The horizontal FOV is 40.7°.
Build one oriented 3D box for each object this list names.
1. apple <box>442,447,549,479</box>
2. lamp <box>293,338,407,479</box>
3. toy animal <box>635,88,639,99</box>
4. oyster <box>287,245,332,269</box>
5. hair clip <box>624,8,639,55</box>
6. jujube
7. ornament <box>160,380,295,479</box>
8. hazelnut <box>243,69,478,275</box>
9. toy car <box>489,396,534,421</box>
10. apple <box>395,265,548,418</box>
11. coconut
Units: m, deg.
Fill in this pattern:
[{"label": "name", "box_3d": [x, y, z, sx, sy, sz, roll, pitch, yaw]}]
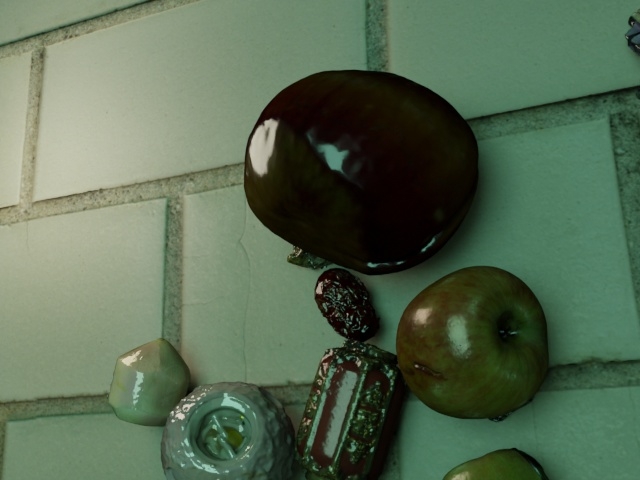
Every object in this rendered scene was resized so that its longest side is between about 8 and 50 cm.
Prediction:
[{"label": "apple", "box_3d": [0.297, 0.452, 1.419, 0.207, 0.174, 0.188, -39, 57, 30]}, {"label": "lamp", "box_3d": [0.054, 0.322, 1.582, 0.177, 0.177, 0.274, 14, 84, 30]}, {"label": "toy animal", "box_3d": [0.665, -0.213, 1.476, 0.170, 0.090, 0.255, -48, 62, 2]}, {"label": "oyster", "box_3d": [-0.005, 0.008, 1.771, 0.148, 0.051, 0.103, -42, 60, 11]}, {"label": "hair clip", "box_3d": [0.603, -0.347, 1.501, 0.106, 0.084, 0.292, -31, 26, 13]}, {"label": "jujube", "box_3d": [0.046, 0.131, 1.677, 0.104, 0.104, 0.166, -37, 53, 13]}, {"label": "ornament", "box_3d": [-0.170, 0.395, 1.634, 0.259, 0.225, 0.259, 0, 60, 1]}, {"label": "hazelnut", "box_3d": [0.064, -0.144, 1.595, 0.429, 0.402, 0.402, 22, 85, 39]}, {"label": "toy car", "box_3d": [0.332, 0.287, 1.525, 0.093, 0.025, 0.041, -35, 60, 10]}, {"label": "apple", "box_3d": [0.253, 0.177, 1.471, 0.264, 0.264, 0.264, -8, 71, 25]}, {"label": "coconut", "box_3d": [-0.358, 0.293, 1.807, 0.171, 0.171, 0.182, 7, 81, 29]}]
